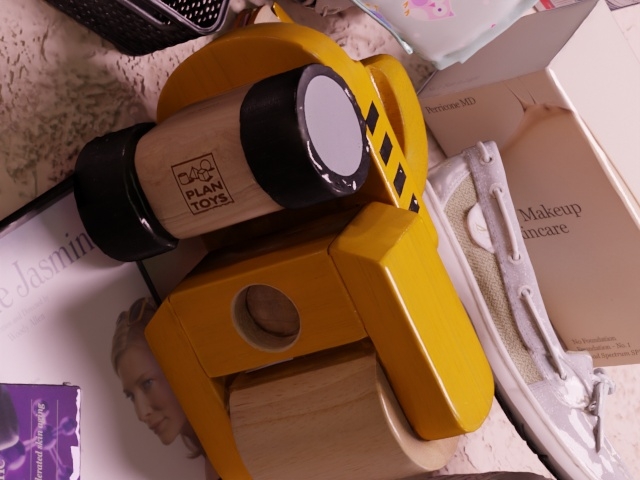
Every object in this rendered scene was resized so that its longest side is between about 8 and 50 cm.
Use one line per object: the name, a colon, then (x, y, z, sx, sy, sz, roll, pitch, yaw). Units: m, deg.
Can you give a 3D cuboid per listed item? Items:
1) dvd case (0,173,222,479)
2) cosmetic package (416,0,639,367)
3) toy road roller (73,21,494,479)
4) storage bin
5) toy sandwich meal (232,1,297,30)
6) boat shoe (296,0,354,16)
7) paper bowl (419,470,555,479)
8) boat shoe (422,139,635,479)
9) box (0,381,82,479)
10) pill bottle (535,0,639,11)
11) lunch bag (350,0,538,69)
dvd case: (-0.167, 0.098, 1.363, 0.180, 0.022, 0.253, -38, 108, -41)
cosmetic package: (0.234, -0.043, 1.679, 0.309, 0.160, 0.113, 55, 51, -21)
toy road roller: (0.000, 0.000, 1.416, 0.329, 0.202, 0.240, 66, 31, -13)
storage bin: (-0.123, -0.240, 1.423, 0.122, 0.084, 0.180, 32, 63, -36)
toy sandwich meal: (-0.035, -0.150, 1.528, 0.085, 0.029, 0.086, 9, 76, -43)
boat shoe: (0.000, -0.215, 1.555, 0.184, 0.066, 0.063, 33, 82, -42)
paper bowl: (0.154, 0.325, 1.547, 0.284, 0.148, 0.284, 11, 74, -43)
boat shoe: (0.170, 0.072, 1.559, 0.320, 0.103, 0.118, 61, 0, 15)
box: (-0.259, 0.162, 1.189, 0.207, 0.108, 0.153, 4, 83, -39)
pill bottle: (0.278, -0.263, 1.744, 0.108, 0.180, 0.108, 10, 76, -43)
lunch bag: (0.094, -0.290, 1.497, 0.223, 0.160, 0.262, 35, 86, -35)
